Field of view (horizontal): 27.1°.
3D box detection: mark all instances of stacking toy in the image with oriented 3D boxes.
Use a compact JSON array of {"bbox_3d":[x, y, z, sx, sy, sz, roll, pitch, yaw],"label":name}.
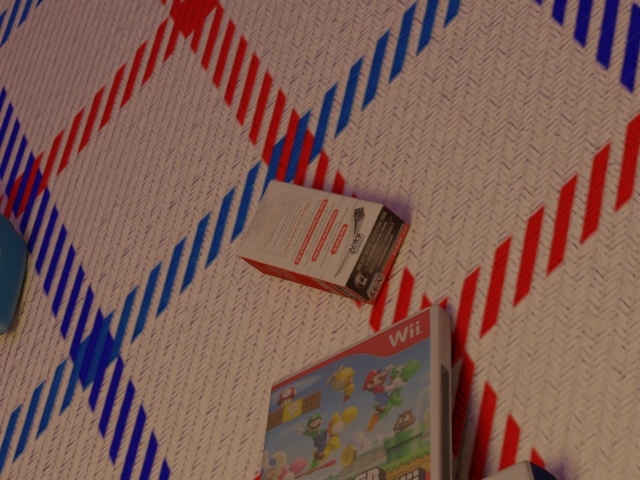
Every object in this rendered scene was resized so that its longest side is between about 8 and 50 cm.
[{"bbox_3d":[-0.527,0.076,1.725,0.302,0.175,0.166,-34,41,41],"label":"stacking toy"}]

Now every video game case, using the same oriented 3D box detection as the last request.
[{"bbox_3d":[0.027,0.200,1.179,0.204,0.025,0.285,-28,33,26],"label":"video game case"}]

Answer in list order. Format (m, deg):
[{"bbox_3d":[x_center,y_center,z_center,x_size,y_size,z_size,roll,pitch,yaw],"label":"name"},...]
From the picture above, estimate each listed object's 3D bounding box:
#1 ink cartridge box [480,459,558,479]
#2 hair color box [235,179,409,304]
[{"bbox_3d":[0.080,0.386,1.055,0.330,0.071,0.324,-31,50,23],"label":"ink cartridge box"},{"bbox_3d":[0.000,0.000,1.358,0.167,0.053,0.093,15,75,46],"label":"hair color box"}]
